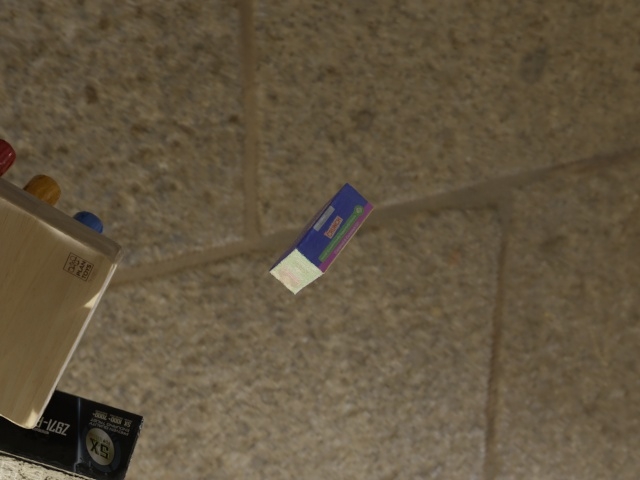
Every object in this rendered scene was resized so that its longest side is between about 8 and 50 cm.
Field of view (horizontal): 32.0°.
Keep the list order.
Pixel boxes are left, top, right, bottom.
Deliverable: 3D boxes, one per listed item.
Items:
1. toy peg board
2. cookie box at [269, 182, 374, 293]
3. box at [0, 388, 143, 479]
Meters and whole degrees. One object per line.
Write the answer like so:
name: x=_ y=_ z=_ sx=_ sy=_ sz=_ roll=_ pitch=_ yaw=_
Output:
toy peg board: x=-0.207 y=0.006 z=0.684 sx=0.160 sy=0.079 sz=0.161 roll=29 pitch=126 yaw=-5
cookie box: x=0.000 y=0.000 z=1.138 sx=0.040 sy=0.107 sz=0.092 roll=40 pitch=69 yaw=-3
box: x=-0.257 y=0.218 z=1.038 sx=0.147 sy=0.077 sz=0.180 roll=19 pitch=136 yaw=-6
